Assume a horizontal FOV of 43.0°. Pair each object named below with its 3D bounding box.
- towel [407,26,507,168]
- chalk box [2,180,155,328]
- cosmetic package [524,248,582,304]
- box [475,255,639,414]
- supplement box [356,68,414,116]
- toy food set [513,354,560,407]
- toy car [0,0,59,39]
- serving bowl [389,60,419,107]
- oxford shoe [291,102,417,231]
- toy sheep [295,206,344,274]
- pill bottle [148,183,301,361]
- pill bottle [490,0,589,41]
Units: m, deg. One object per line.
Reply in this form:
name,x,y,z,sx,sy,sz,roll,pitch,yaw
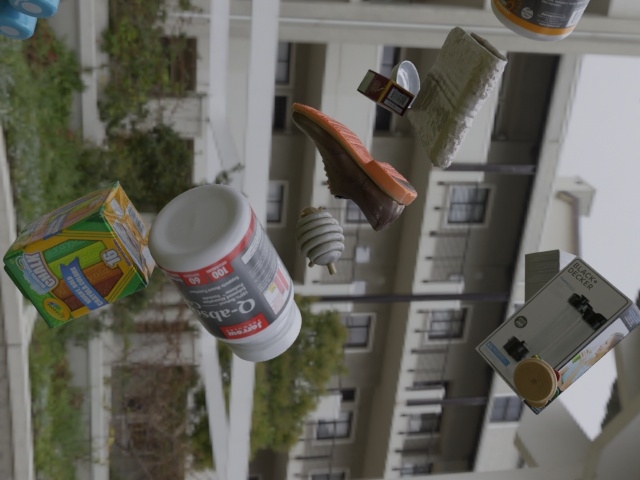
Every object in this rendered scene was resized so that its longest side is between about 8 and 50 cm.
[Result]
towel,0.211,-0.234,1.292,0.282,0.049,0.187,-93,-153,-66
chalk box,-0.500,0.039,1.632,0.180,0.289,0.179,61,10,-23
cosmetic package,0.562,0.152,1.955,0.107,0.127,0.237,-13,-111,42
box,0.480,0.189,1.646,0.087,0.290,0.169,43,7,-43
supplement box,0.107,-0.243,1.339,0.043,0.055,0.083,-58,-146,9
toy food set,0.378,0.245,1.422,0.083,0.020,0.082,52,-58,23
toy car,-0.503,-0.461,1.207,0.210,0.238,0.219,-9,-113,53
serving bowl,0.147,-0.280,1.462,0.027,0.083,0.083,2,-86,36
oxford shoe,0.041,-0.169,1.786,0.363,0.130,0.132,46,-72,26
toy sheep,0.000,0.000,1.381,0.132,0.091,0.091,64,-21,18
pill bottle,-0.176,0.077,1.640,0.210,0.210,0.362,-104,170,-45
pill bottle,0.408,-0.490,1.367,0.278,0.162,0.162,108,-22,-47
